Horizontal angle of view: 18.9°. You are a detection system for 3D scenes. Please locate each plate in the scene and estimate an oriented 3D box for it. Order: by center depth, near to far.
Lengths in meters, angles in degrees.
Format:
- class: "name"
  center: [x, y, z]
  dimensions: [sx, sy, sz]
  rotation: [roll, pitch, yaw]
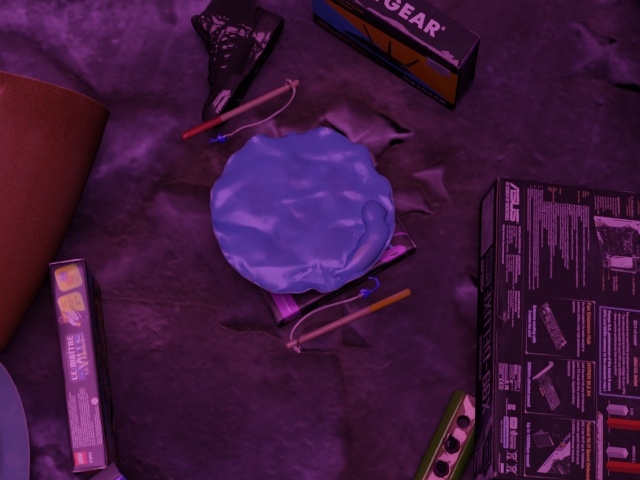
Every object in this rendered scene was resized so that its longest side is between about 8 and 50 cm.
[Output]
- class: "plate"
  center: [-0.326, 0.193, 1.798]
  dimensions: [0.024, 0.188, 0.188]
  rotation: [-7, 75, 19]

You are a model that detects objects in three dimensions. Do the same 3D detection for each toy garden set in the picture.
- class: "toy garden set"
  center: [0.240, 0.202, 1.884]
  dimensions: [0.244, 0.049, 0.204]
  rotation: [25, 78, 8]

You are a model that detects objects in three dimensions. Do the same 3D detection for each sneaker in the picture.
- class: "sneaker"
  center: [-0.101, -0.204, 2.000]
  dimensions: [0.089, 0.051, 0.170]
  rotation: [29, 73, 9]

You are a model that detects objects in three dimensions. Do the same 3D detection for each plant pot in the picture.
- class: "plant pot"
  center: [-0.344, -0.025, 1.875]
  dimensions: [0.237, 0.237, 0.254]
  rotation: [9, 82, 4]

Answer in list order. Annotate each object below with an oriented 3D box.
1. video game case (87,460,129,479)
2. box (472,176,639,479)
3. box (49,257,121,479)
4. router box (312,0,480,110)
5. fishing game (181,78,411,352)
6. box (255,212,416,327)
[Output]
- class: "video game case"
  center: [-0.213, 0.385, 1.792]
  dimensions: [0.244, 0.061, 0.269]
  rotation: [-35, 103, -6]
- class: "box"
  center: [0.275, 0.101, 1.858]
  dimensions: [0.242, 0.076, 0.308]
  rotation: [6, 69, -9]
- class: "box"
  center: [-0.229, 0.132, 1.882]
  dimensions: [0.036, 0.114, 0.207]
  rotation: [-8, 76, -1]
- class: "router box"
  center: [0.075, -0.215, 1.954]
  dimensions: [0.179, 0.133, 0.046]
  rotation: [33, 78, 10]
- class: "fishing game"
  center: [-0.018, -0.030, 1.928]
  dimensions: [0.189, 0.041, 0.264]
  rotation: [-28, 73, -12]
- class: "box"
  center: [0.000, 0.000, 1.954]
  dimensions: [0.162, 0.029, 0.116]
  rotation: [-28, 76, -4]
